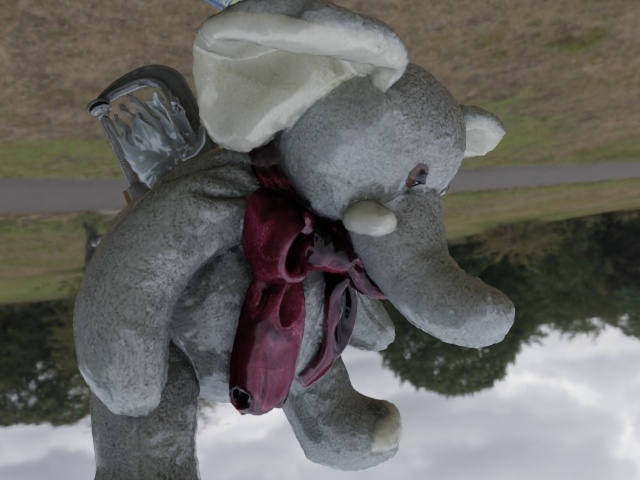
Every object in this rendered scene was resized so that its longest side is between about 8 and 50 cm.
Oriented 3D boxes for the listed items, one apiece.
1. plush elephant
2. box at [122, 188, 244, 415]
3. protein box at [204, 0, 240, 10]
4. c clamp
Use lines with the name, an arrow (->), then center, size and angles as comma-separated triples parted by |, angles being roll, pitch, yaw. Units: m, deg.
plush elephant -> 0.000, 0.000, 0.456 | 0.255, 0.329, 0.272 | -30, 161, 34
box -> -0.126, 0.053, 0.717 | 0.021, 0.164, 0.201 | -30, -144, -7
protein box -> -0.118, -0.336, 0.637 | 0.200, 0.201, 0.136 | 34, -168, 12
c clamp -> -0.167, -0.089, 0.689 | 0.137, 0.160, 0.022 | -21, 159, -5
